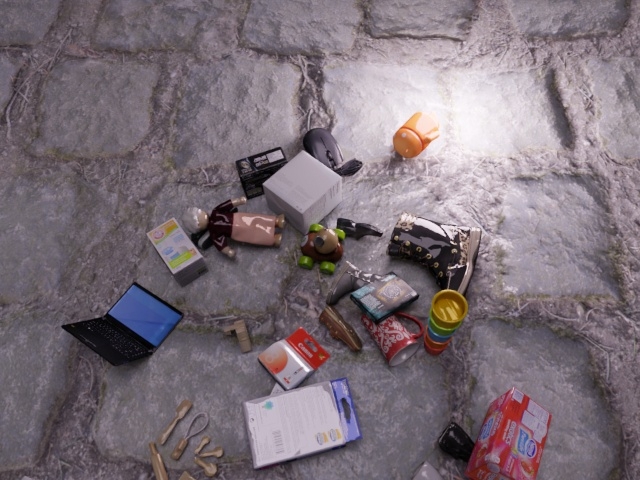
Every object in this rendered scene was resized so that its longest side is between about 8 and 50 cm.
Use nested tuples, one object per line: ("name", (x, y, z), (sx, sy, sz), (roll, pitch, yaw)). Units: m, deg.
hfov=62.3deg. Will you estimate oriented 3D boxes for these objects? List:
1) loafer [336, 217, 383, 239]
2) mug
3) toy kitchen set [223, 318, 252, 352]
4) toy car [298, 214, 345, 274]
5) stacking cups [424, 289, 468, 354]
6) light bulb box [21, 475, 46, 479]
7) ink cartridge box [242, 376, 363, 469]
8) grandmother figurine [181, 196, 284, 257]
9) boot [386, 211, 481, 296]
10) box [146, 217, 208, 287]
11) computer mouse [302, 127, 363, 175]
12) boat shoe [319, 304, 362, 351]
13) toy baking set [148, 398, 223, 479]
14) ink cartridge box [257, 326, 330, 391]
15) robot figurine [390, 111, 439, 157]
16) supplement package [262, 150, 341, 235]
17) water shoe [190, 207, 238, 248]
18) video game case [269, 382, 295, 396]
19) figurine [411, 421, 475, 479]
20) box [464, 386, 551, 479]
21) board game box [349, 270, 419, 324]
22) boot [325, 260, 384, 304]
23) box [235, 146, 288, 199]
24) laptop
("loafer", (0.135, -0.032, 1.857), (0.170, 0.062, 0.061), (15, 101, 15))
("mug", (0.222, 0.282, 1.640), (0.150, 0.113, 0.169), (-11, 49, -36))
("toy kitchen set", (-0.264, 0.307, 1.684), (0.068, 0.075, 0.083), (-16, 20, -10))
("toy car", (0.000, 0.000, 1.753), (0.148, 0.188, 0.155), (13, 67, 10))
("stacking cups", (0.353, 0.249, 1.517), (0.095, 0.316, 0.096), (-3, 60, 5))
("light bulb box", (-0.652, 0.833, 1.276), (0.357, 0.225, 0.361), (23, 64, 15))
("ink cartridge box", (-0.052, 0.517, 1.505), (0.310, 0.065, 0.186), (-14, 59, -3))
("grandmother figurine", (-0.303, -0.047, 1.813), (0.342, 0.104, 0.208), (10, 77, -9))
("boot", (0.353, 0.070, 1.729), (0.284, 0.138, 0.378), (18, 58, 12))
("box", (-0.490, 0.040, 1.815), (0.114, 0.103, 0.203), (-33, 63, -16))
("computer mouse", (0.025, -0.350, 2.039), (0.188, 0.072, 0.272), (-27, 61, -12))
("boat shoe", (0.062, 0.285, 1.667), (0.060, 0.064, 0.178), (-48, 62, 11))
("toy baking set", (-0.391, 0.600, 1.519), (0.196, 0.030, 0.256), (-27, 61, -16))
("ink cartridge box", (-0.080, 0.358, 1.626), (0.179, 0.045, 0.145), (-38, 62, -22))
("robot figurine", (0.364, -0.402, 2.018), (0.158, 0.128, 0.219), (39, 68, 15))
("supplement package", (-0.060, -0.170, 1.889), (0.194, 0.149, 0.203), (38, 68, 23))
("water shoe", (-0.380, -0.064, 1.890), (0.080, 0.073, 0.203), (30, 64, 22))
("video game case", (-0.099, 0.514, 1.557), (0.143, 0.019, 0.157), (20, 62, 15))
("figurine", (0.379, 0.639, 1.420), (0.209, 0.092, 0.215), (36, 68, 17))
("box", (0.496, 0.534, 1.393), (0.128, 0.123, 0.257), (36, 45, 7))
("board game box", (0.200, 0.174, 1.648), (0.186, 0.026, 0.126), (-24, 51, -32))
("boot", (0.143, 0.170, 1.728), (0.208, 0.076, 0.190), (28, 65, 11))
("box", (-0.207, -0.246, 1.946), (0.180, 0.147, 0.078), (-20, 60, -8))
("laptop", (-0.616, 0.255, 1.673), (0.234, 0.264, 0.137), (28, 101, 19))
